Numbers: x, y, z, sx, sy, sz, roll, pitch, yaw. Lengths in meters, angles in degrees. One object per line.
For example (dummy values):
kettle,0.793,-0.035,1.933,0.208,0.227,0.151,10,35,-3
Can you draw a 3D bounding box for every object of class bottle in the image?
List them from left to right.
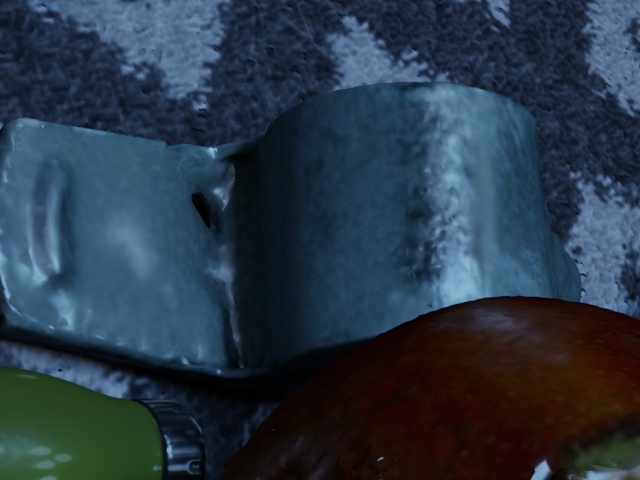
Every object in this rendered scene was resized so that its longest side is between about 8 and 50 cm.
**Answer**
bottle,-0.182,0.123,1.004,0.260,0.112,0.112,2,67,-41

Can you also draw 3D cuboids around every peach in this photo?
peach,0.084,0.208,0.984,0.339,0.416,0.353,2,68,-34

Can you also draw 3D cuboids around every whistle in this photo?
whistle,-0.019,0.010,1.196,0.405,0.188,0.168,-1,70,-6
